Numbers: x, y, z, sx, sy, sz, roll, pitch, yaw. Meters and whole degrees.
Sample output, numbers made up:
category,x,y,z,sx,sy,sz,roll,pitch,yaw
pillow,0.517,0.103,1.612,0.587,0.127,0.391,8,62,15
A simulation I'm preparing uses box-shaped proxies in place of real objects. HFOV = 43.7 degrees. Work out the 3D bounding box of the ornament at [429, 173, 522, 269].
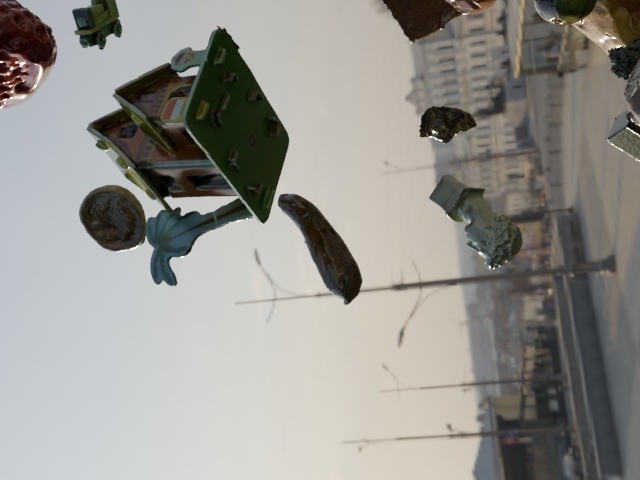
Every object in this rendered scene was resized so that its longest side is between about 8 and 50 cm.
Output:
category,x,y,z,sx,sy,sz,roll,pitch,yaw
ornament,0.408,-0.062,2.066,0.120,0.130,0.285,-2,-128,-56

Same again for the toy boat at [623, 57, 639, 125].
category,x,y,z,sx,sy,sz,roll,pitch,yaw
toy boat,0.526,-0.284,1.117,0.293,0.099,0.108,-58,11,32

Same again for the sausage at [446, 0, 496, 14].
category,x,y,z,sx,sy,sz,roll,pitch,yaw
sausage,0.381,-0.615,1.835,0.304,0.121,0.121,-51,-41,-43

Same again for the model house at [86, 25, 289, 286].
category,x,y,z,sx,sy,sz,roll,pitch,yaw
model house,-0.274,-0.130,1.363,0.300,0.324,0.340,54,-137,-52

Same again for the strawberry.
category,x,y,z,sx,sy,sz,roll,pitch,yaw
strawberry,-0.697,-0.412,1.652,0.317,0.345,0.295,38,-125,-45

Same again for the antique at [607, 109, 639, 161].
category,x,y,z,sx,sy,sz,roll,pitch,yaw
antique,0.804,-0.225,1.902,0.081,0.221,0.080,-62,8,-23

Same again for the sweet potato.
category,x,y,z,sx,sy,sz,roll,pitch,yaw
sweet potato,0.000,0.000,1.494,0.273,0.075,0.075,57,177,28

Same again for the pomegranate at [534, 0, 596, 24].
category,x,y,z,sx,sy,sz,roll,pitch,yaw
pomegranate,0.504,-0.506,1.644,0.130,0.130,0.130,-6,-90,-80

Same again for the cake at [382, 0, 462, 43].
category,x,y,z,sx,sy,sz,roll,pitch,yaw
cake,0.138,-0.517,1.630,0.295,0.112,0.116,36,-163,-16

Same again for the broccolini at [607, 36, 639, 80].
category,x,y,z,sx,sy,sz,roll,pitch,yaw
broccolini,0.663,-0.408,1.597,0.058,0.201,0.074,-16,-113,-55

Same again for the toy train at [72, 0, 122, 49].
category,x,y,z,sx,sy,sz,roll,pitch,yaw
toy train,-0.411,-0.403,1.479,0.122,0.050,0.081,-60,-30,-53

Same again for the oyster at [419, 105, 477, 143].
category,x,y,z,sx,sy,sz,roll,pitch,yaw
oyster,0.375,-0.340,2.351,0.056,0.177,0.105,-119,37,-61

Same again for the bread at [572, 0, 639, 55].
category,x,y,z,sx,sy,sz,roll,pitch,yaw
bread,0.693,-0.467,1.772,0.344,0.149,0.195,38,-168,-14

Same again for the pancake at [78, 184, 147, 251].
category,x,y,z,sx,sy,sz,roll,pitch,yaw
pancake,-0.421,-0.042,1.632,0.025,0.152,0.151,-75,-24,-65
